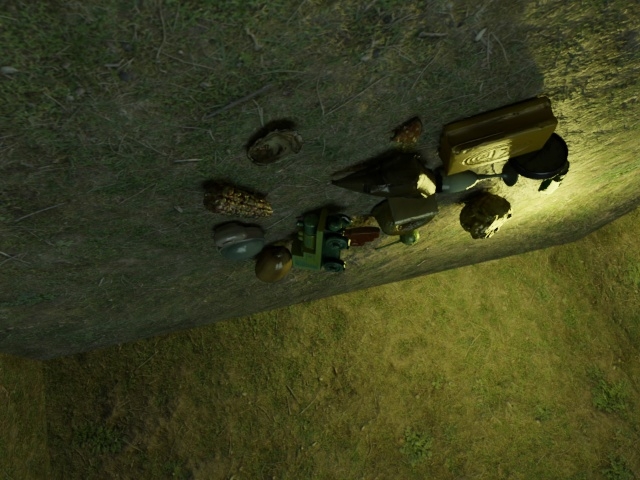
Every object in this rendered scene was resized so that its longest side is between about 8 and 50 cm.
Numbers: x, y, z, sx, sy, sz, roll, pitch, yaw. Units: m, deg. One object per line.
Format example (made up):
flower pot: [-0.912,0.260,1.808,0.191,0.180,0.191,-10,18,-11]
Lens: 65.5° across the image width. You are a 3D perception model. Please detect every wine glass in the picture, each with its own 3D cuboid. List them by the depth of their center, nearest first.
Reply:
wine glass: [0.540,-0.203,1.880,0.309,0.096,0.264,-8,166,-14]

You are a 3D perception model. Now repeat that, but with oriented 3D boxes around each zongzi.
zongzi: [0.216,-0.188,1.641,0.288,0.123,0.260,-11,169,25]

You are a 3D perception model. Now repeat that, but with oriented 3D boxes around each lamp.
lamp: [-0.302,0.012,1.847,0.179,0.108,0.246,-23,161,12]

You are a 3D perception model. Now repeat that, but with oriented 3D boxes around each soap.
soap: [0.528,-0.311,1.516,0.324,0.096,0.204,-16,164,4]

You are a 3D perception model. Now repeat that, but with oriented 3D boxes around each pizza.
pizza: [0.254,-0.316,1.404,0.100,0.029,0.099,-9,154,-27]

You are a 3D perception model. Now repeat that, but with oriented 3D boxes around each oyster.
oyster: [-0.123,-0.241,1.277,0.105,0.056,0.177,14,148,-36]

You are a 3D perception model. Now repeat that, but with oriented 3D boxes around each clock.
clock: [0.705,-0.283,1.610,0.184,0.185,0.040,-15,152,3]

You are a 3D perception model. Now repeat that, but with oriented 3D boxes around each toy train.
toy train: [0.000,0.000,1.965,0.237,0.151,0.369,11,150,4]

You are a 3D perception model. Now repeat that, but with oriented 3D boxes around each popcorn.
popcorn: [0.720,-0.120,2.186,0.266,0.192,0.233,-31,162,-43]

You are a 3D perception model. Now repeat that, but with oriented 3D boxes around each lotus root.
lotus root: [-0.207,0.111,2.195,0.146,0.131,0.303,-5,161,-25]

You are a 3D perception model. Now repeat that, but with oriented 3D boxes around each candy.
candy: [0.370,0.009,2.476,0.093,0.092,0.335,-47,-170,-31]

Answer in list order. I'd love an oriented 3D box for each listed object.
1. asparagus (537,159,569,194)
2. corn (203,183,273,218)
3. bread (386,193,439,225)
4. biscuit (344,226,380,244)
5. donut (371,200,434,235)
asparagus: [0.975,-0.257,2.091,0.082,0.085,0.343,-39,160,-2]
corn: [-0.246,-0.115,1.528,0.092,0.092,0.280,-24,165,29]
bread: [0.343,-0.141,1.862,0.178,0.140,0.060,-13,-171,0]
biscuit: [0.143,-0.022,2.149,0.283,0.043,0.306,7,164,-41]
donut: [0.350,-0.106,2.014,0.271,0.107,0.272,-15,163,-5]
